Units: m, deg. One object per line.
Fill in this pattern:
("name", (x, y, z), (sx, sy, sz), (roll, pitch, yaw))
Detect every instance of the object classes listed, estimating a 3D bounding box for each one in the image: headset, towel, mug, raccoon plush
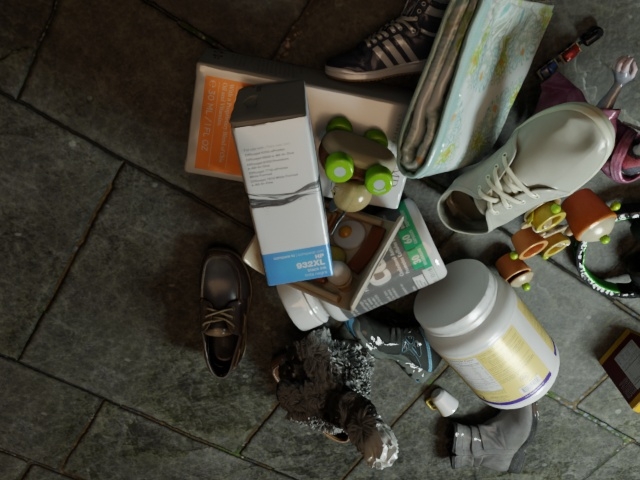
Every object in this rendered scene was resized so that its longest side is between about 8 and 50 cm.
("headset", (0.817, 0.038, 1.420), (0.393, 0.185, 0.244), (-3, 119, 12))
("towel", (0.305, -0.304, 1.164), (0.090, 0.320, 0.375), (35, 120, 29))
("mug", (0.338, 0.455, 1.687), (0.078, 0.062, 0.064), (-40, 105, 10))
("raccoon plush", (0.091, 0.395, 1.435), (0.299, 0.446, 0.216), (20, 112, -41))

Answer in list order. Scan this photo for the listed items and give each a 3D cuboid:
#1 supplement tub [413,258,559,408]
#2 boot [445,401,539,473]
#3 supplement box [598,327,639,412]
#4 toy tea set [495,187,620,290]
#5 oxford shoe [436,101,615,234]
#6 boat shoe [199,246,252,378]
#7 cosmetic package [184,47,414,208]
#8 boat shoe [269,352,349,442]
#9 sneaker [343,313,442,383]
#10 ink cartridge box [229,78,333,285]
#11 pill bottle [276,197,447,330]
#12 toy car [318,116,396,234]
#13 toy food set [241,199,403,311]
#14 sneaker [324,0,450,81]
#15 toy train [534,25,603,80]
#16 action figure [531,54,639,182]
("supplement tub", (0.402, 0.227, 1.460), (0.241, 0.241, 0.331), (-36, 116, 15))
("boot", (0.483, 0.538, 1.711), (0.222, 0.118, 0.339), (4, 113, 1))
("supplement box", (0.894, 0.368, 1.591), (0.191, 0.194, 0.129), (23, 115, -14))
("toy tea set", (0.534, 0.018, 1.372), (0.199, 0.124, 0.336), (-18, 152, -15))
("oxford shoe", (0.387, -0.119, 1.196), (0.169, 0.130, 0.449), (52, 150, -1))
("boat shoe", (-0.234, 0.188, 1.478), (0.132, 0.130, 0.356), (-2, 118, -2))
("cosmetic package", (-0.037, -0.232, 1.252), (0.452, 0.162, 0.230), (9, 117, -8))
("boat shoe", (-0.011, 0.428, 1.622), (0.123, 0.116, 0.324), (-39, 113, 16))
("sneaker", (0.195, 0.240, 1.528), (0.340, 0.125, 0.140), (33, 101, -37))
("ink cartridge box", (-0.064, -0.110, 1.096), (0.128, 0.223, 0.308), (-9, 120, 2))
("pill bottle", (0.090, 0.063, 1.387), (0.360, 0.204, 0.204), (-25, 116, 10))
("toy car", (0.047, -0.110, 1.155), (0.148, 0.155, 0.188), (17, 128, -12))
("toy food set", (0.000, 0.000, 1.279), (0.220, 0.306, 0.092), (-60, 147, -15))
("sneaker", (0.142, -0.411, 1.199), (0.282, 0.099, 0.153), (-9, 123, -6))
("toy train", (0.524, -0.393, 1.264), (0.158, 0.036, 0.027), (-37, 113, 16))
("action figure", (0.534, -0.195, 1.176), (0.248, 0.370, 0.276), (32, 106, -23))
